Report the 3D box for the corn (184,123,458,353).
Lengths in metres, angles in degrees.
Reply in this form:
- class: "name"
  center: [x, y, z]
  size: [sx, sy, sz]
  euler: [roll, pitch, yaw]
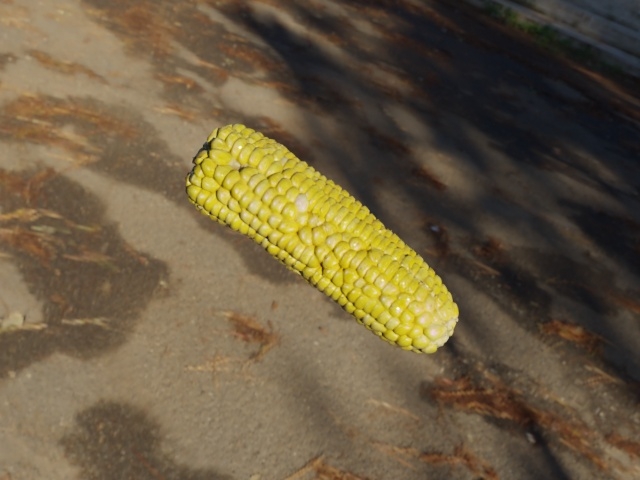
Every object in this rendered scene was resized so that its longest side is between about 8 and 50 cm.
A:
- class: "corn"
  center: [0.000, 0.000, 0.758]
  size: [0.292, 0.101, 0.101]
  euler: [39, 28, 9]
